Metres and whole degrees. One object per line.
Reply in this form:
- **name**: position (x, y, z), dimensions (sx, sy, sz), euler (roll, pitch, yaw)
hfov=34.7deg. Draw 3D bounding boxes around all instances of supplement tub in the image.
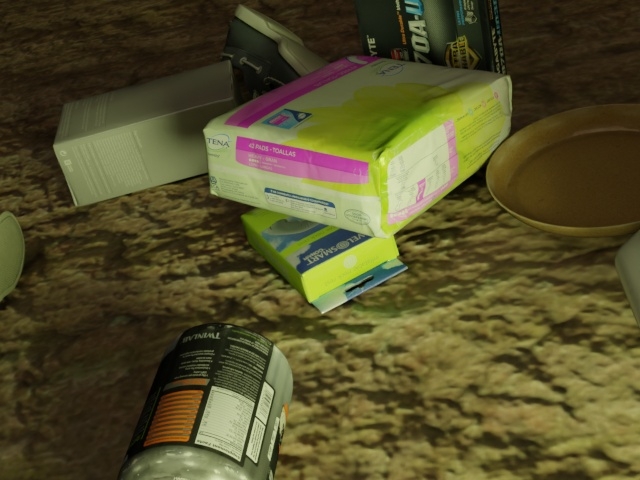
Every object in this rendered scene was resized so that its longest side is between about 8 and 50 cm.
- **supplement tub**: position (-0.091, 0.165, 0.810), dimensions (0.117, 0.117, 0.190), euler (-6, 35, 15)

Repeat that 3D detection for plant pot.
- **plant pot**: position (0.292, -0.070, 1.066), dimensions (0.236, 0.032, 0.236), euler (-11, 34, 7)

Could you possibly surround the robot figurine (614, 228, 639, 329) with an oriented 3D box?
- **robot figurine**: position (0.386, -0.043, 0.751), dimensions (0.353, 0.300, 0.199), euler (-47, 26, 27)

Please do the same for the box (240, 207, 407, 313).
- **box**: position (0.000, 0.000, 1.079), dimensions (0.109, 0.042, 0.178), euler (-27, 34, -16)

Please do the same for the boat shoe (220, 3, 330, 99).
- **boat shoe**: position (-0.050, -0.224, 1.408), dimensions (0.099, 0.116, 0.319), euler (-58, 41, 15)

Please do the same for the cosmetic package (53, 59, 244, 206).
- **cosmetic package**: position (-0.212, -0.141, 1.324), dimensions (0.238, 0.107, 0.127), euler (-11, 33, 3)

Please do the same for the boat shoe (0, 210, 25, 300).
- **boat shoe**: position (-0.395, 0.047, 1.143), dimensions (0.079, 0.084, 0.233), euler (-7, 38, 14)

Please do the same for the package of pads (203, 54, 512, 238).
- **package of pads**: position (0.055, -0.116, 1.115), dimensions (0.229, 0.101, 0.296), euler (14, 32, 32)

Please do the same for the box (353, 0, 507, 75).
- **box**: position (0.132, -0.288, 1.280), dimensions (0.175, 0.220, 0.051), euler (3, 33, 27)
